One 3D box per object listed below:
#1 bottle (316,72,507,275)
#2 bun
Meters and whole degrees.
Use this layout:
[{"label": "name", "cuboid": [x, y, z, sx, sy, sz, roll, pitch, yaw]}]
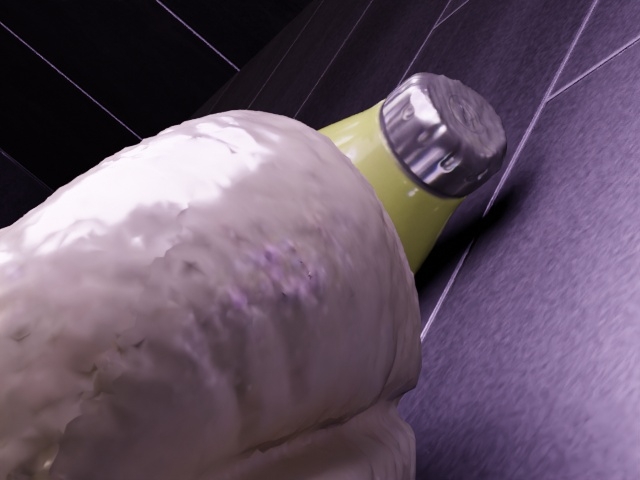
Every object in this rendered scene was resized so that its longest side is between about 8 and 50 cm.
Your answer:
[{"label": "bottle", "cuboid": [0.000, 0.000, 0.884, 0.260, 0.112, 0.112, -41, 15, 35]}, {"label": "bun", "cuboid": [-0.090, 0.119, 0.598, 0.365, 0.219, 0.365, -40, -1, -1]}]
